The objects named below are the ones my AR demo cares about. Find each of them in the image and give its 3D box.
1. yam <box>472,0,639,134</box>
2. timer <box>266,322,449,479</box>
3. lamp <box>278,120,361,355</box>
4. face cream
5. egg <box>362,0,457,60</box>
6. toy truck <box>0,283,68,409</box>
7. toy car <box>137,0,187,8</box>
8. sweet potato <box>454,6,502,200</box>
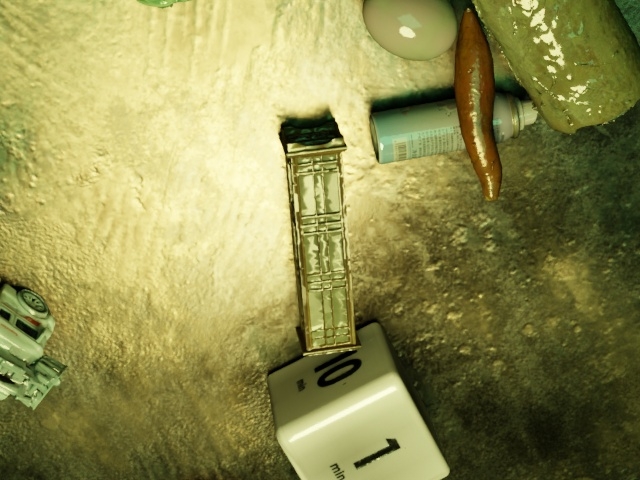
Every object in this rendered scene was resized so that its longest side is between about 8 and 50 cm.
[{"bbox_3d":[0.303,-0.302,1.686,0.168,0.168,0.304,-32,113,6],"label":"yam"},{"bbox_3d":[0.052,0.269,1.869,0.195,0.192,0.194,-28,113,4],"label":"timer"},{"bbox_3d":[0.000,0.000,1.810,0.089,0.090,0.326,-7,114,-6],"label":"lamp"},{"bbox_3d":[0.186,-0.161,1.777,0.229,0.075,0.075,-10,113,-4],"label":"face cream"},{"bbox_3d":[0.119,-0.294,1.697,0.135,0.103,0.103,22,108,-18],"label":"egg"},{"bbox_3d":[-0.500,0.108,1.734,0.338,0.184,0.133,38,104,-19],"label":"toy truck"},{"bbox_3d":[-0.162,-0.349,1.663,0.186,0.058,0.093,-9,115,-4],"label":"toy car"},{"bbox_3d":[0.209,-0.180,1.712,0.057,0.057,0.265,-7,104,-5],"label":"sweet potato"}]
